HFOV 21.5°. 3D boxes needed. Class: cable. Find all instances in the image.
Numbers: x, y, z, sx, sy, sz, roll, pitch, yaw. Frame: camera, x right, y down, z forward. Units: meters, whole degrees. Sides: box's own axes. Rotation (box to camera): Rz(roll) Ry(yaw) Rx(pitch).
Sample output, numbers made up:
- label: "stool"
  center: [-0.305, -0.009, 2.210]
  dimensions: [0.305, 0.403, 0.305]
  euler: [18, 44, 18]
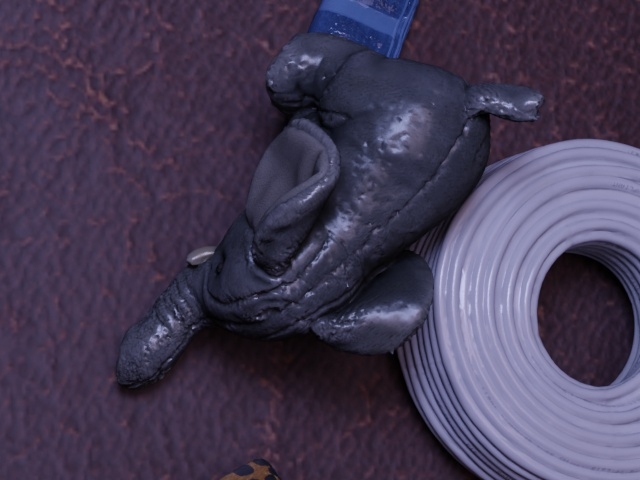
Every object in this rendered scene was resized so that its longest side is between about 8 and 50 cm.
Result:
- label: "cable"
  center: [0.180, 0.058, 1.159]
  dimensions: [0.257, 0.089, 0.257]
  euler: [-10, 83, -20]

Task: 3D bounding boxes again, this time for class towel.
- label: "towel"
  center: [0.027, -0.147, 1.181]
  dimensions: [0.067, 0.029, 0.119]
  euler: [24, 73, -12]

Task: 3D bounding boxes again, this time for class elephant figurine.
- label: "elephant figurine"
  center: [0.000, 0.000, 1.063]
  dimensions: [0.169, 0.186, 0.239]
  euler: [28, 62, 4]

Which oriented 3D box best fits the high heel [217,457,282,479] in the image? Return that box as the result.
- label: "high heel"
  center: [-0.145, 0.199, 1.048]
  dimensions: [0.261, 0.093, 0.186]
  euler: [13, 53, -3]
